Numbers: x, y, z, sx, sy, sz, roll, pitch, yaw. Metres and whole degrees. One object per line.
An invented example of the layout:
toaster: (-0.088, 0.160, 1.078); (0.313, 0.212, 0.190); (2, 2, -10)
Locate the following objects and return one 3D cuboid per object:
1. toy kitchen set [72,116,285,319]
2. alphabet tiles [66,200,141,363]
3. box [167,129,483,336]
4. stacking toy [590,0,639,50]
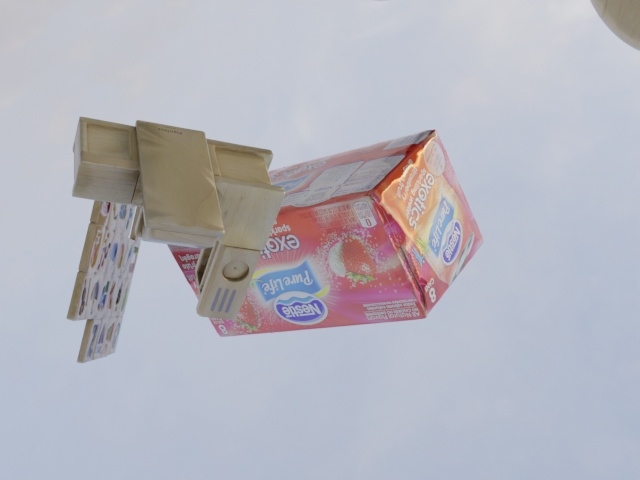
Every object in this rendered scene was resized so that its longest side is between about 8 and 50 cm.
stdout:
toy kitchen set: (-0.063, 0.003, 0.380); (0.083, 0.075, 0.068); (8, -144, -21)
alphabet tiles: (-0.190, 0.013, 0.843); (0.009, 0.237, 0.198); (13, -94, -1)
box: (0.000, 0.000, 0.849); (0.256, 0.123, 0.128); (-10, -156, 40)
stacking toy: (0.378, -0.287, 0.779); (0.330, 0.141, 0.141); (-35, -136, -23)
